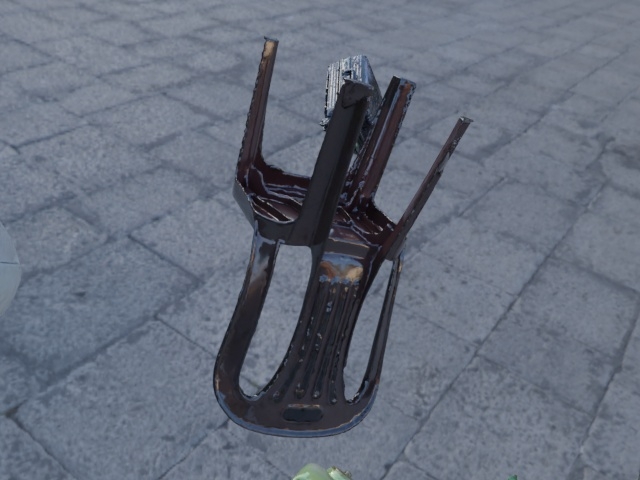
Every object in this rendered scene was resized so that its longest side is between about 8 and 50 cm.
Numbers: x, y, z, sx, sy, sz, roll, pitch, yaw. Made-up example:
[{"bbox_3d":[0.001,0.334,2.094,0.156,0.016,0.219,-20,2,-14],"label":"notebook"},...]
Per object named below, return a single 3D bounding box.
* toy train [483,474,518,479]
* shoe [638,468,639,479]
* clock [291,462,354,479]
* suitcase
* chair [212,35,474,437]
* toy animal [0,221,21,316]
[{"bbox_3d":[0.247,0.436,0.766,0.272,0.188,0.159,28,40,-3],"label":"toy train"},{"bbox_3d":[0.500,0.281,0.747,0.124,0.316,0.159,4,7,-43],"label":"shoe"},{"bbox_3d":[-0.038,0.449,0.916,0.096,0.235,0.308,33,9,17],"label":"clock"},{"bbox_3d":[0.041,-0.165,0.741,0.059,0.086,0.126,-12,48,18],"label":"suitcase"},{"bbox_3d":[0.000,0.000,0.576,0.175,0.326,0.183,11,22,-25],"label":"chair"},{"bbox_3d":[-0.375,0.030,0.478,0.249,0.174,0.289,21,14,36],"label":"toy animal"}]
